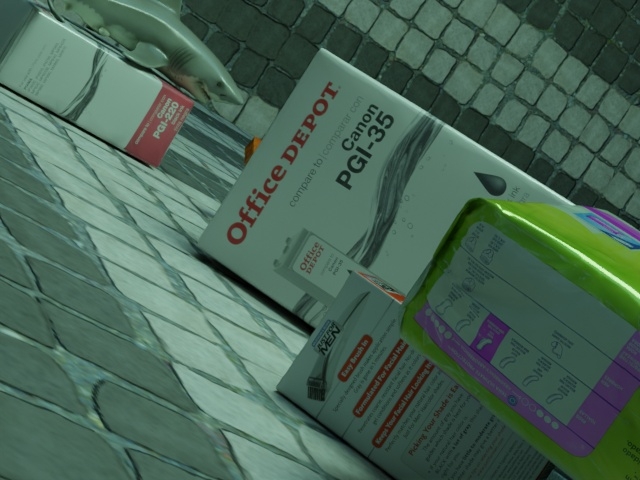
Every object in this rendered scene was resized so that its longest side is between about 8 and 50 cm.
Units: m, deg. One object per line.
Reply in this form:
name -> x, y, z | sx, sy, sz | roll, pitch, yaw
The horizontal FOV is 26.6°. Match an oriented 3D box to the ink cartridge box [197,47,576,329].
ink cartridge box -> 0.068, 0.000, 1.152 | 0.283, 0.207, 0.117 | 33, 4, 13

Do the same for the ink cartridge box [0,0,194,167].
ink cartridge box -> -0.269, -0.186, 1.497 | 0.218, 0.092, 0.158 | 27, 7, -33

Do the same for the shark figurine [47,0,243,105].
shark figurine -> -0.202, -0.259, 1.465 | 0.278, 0.116, 0.166 | 31, 5, -40

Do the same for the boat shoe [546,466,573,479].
boat shoe -> 0.200, 0.190, 0.984 | 0.226, 0.083, 0.076 | 44, -7, -2

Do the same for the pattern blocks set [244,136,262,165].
pattern blocks set -> 0.023, 0.004, 1.389 | 0.285, 0.026, 0.325 | 50, 20, 20

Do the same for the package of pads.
package of pads -> 0.208, 0.090, 0.759 | 0.296, 0.101, 0.229 | 38, 18, 23

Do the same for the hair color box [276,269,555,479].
hair color box -> 0.068, 0.102, 0.840 | 0.167, 0.093, 0.053 | 35, 6, 19
